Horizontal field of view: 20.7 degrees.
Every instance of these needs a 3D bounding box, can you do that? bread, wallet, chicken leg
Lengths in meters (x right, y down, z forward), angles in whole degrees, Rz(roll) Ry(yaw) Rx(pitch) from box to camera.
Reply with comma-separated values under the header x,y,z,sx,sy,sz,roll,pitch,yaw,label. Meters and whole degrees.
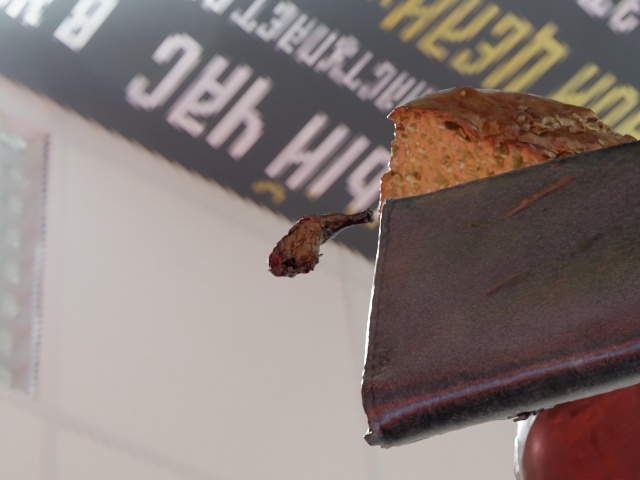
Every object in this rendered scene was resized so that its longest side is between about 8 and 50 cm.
x,y,z,sx,sy,sz,roll,pitch,yaw,label
0.240,-0.051,1.921,0.340,0.194,0.179,23,-153,16,bread
0.203,-0.006,0.874,0.191,0.379,0.046,-80,-31,-55,wallet
-0.003,-0.003,2.151,0.062,0.145,0.037,44,166,24,chicken leg

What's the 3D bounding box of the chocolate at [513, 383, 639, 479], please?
x,y,z,sx,sy,sz,roll,pitch,yaw,label
0.320,0.178,1.358,0.383,0.331,0.384,39,-154,-23,chocolate
